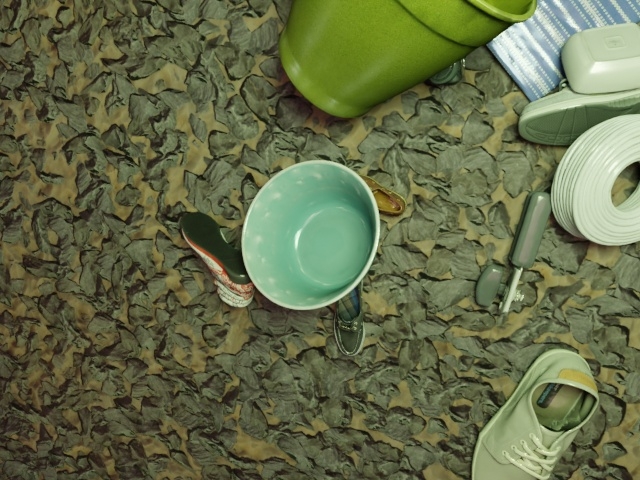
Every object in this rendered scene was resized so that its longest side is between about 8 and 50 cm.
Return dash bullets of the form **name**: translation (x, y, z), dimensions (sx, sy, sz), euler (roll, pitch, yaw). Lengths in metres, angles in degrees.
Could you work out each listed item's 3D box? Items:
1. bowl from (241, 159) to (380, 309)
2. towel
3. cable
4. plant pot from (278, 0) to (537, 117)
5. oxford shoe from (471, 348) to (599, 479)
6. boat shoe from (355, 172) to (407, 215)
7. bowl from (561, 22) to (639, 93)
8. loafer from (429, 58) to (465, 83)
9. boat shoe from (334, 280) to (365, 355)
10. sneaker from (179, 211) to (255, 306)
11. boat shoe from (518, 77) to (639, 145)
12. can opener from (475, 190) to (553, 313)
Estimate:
- **bowl**: translation (0.000, 0.000, 0.938), dimensions (0.311, 0.163, 0.312), euler (-5, 76, 22)
- **towel**: translation (0.491, -0.477, 0.844), dimensions (0.336, 0.040, 0.243), euler (-39, 92, 17)
- **cable**: translation (0.585, -0.109, 0.823), dimensions (0.257, 0.089, 0.257), euler (7, 113, -9)
- **plant pot**: translation (0.104, -0.413, 0.754), dimensions (0.366, 0.366, 0.353), euler (56, 140, -1)
- **oxford shoe**: translation (0.471, 0.455, 0.965), dimensions (0.169, 0.130, 0.450), euler (22, 105, 6)
- **boat shoe**: translation (0.114, -0.107, 0.975), dimensions (0.178, 0.060, 0.064), euler (25, 104, 7)
- **bowl**: translation (0.528, -0.340, 0.780), dimensions (0.142, 0.053, 0.142), euler (-2, 61, 12)
- **loafer**: translation (0.244, -0.456, 0.886), dimensions (0.096, 0.084, 0.268), euler (-5, 96, 45)
- **boat shoe**: translation (0.070, 0.177, 1.028), dimensions (0.080, 0.076, 0.229), euler (6, 101, 11)
- **sneaker**: translation (-0.260, 0.053, 1.068), dimensions (0.270, 0.090, 0.145), euler (39, 140, 26)
- **boat shoe**: translation (0.550, -0.275, 0.833), dimensions (0.320, 0.118, 0.103), euler (-14, 58, 17)
- **can opener**: translation (0.420, 0.028, 0.925), dimensions (0.093, 0.074, 0.281), euler (19, 103, 9)
